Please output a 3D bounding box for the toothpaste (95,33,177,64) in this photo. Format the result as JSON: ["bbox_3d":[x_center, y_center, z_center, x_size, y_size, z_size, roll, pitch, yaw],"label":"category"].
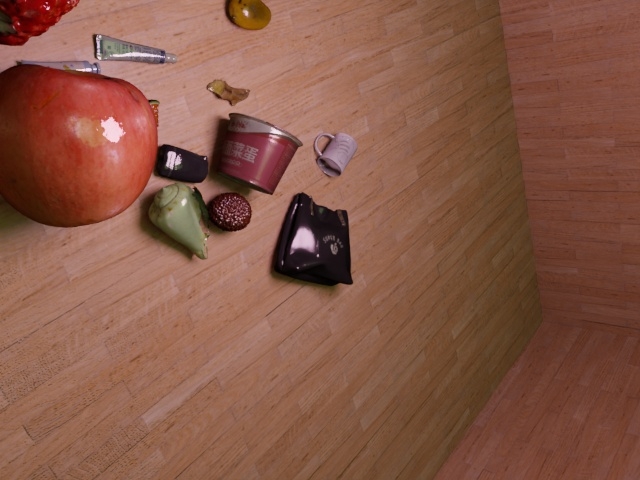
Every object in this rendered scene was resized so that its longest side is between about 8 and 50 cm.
[{"bbox_3d":[-0.471,-0.485,1.435,0.216,0.037,0.061,-7,100,-42],"label":"toothpaste"}]

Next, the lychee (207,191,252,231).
[{"bbox_3d":[-0.271,-0.083,1.640,0.129,0.123,0.123,-14,106,-24],"label":"lychee"}]

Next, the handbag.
[{"bbox_3d":[0.000,0.000,1.926,0.342,0.152,0.287,18,70,-47],"label":"handbag"}]

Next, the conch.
[{"bbox_3d":[-0.367,-0.068,1.536,0.137,0.143,0.250,-35,146,9],"label":"conch"}]

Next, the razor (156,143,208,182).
[{"bbox_3d":[-0.382,-0.210,1.548,0.148,0.054,0.089,11,90,-46],"label":"razor"}]

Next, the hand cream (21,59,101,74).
[{"bbox_3d":[-0.601,-0.395,1.300,0.171,0.043,0.064,-21,110,-41],"label":"hand cream"}]

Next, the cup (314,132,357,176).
[{"bbox_3d":[0.052,-0.316,1.965,0.133,0.099,0.136,-57,132,-24],"label":"cup"}]

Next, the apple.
[{"bbox_3d":[-0.530,-0.196,1.182,0.364,0.364,0.363,-7,100,-46],"label":"apple"}]

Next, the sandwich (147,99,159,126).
[{"bbox_3d":[-0.462,-0.325,1.472,0.069,0.026,0.101,-5,101,-51],"label":"sandwich"}]

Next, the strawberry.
[{"bbox_3d":[-0.625,-0.550,1.104,0.291,0.292,0.309,48,35,-39],"label":"strawberry"}]

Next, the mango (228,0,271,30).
[{"bbox_3d":[-0.205,-0.685,1.669,0.161,0.076,0.103,-18,102,-53],"label":"mango"}]

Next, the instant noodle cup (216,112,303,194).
[{"bbox_3d":[-0.191,-0.248,1.636,0.235,0.235,0.178,24,86,-46],"label":"instant noodle cup"}]

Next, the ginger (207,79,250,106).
[{"bbox_3d":[-0.270,-0.439,1.651,0.137,0.044,0.057,6,73,-49],"label":"ginger"}]
